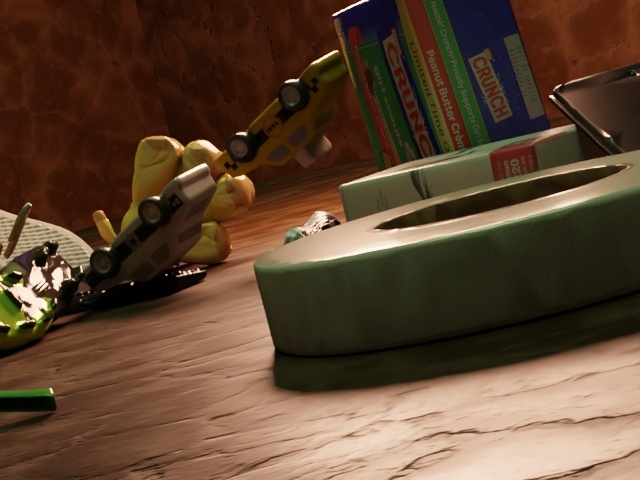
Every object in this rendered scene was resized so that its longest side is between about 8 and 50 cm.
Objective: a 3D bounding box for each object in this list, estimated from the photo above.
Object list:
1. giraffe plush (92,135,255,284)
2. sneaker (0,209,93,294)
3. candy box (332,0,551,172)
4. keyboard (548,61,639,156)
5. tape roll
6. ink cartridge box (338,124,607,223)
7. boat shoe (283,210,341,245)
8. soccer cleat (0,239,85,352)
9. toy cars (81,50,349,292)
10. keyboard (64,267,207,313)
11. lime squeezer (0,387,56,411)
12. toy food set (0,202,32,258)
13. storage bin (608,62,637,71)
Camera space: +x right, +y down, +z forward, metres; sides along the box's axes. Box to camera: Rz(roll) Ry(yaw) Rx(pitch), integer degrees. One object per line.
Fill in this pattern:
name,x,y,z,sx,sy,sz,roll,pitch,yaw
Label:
giraffe plush,-0.182,-0.027,2.372,0.210,0.181,0.170,-48,-9,3
sneaker,-0.399,0.043,2.321,0.321,0.127,0.126,22,34,38
candy box,0.136,-0.151,1.985,0.122,0.268,0.317,-19,5,-13
keyboard,0.349,-0.106,1.646,0.201,0.033,0.317,-16,26,-7
tape roll,0.141,0.001,1.366,0.392,0.072,0.392,-14,5,1
ink cartridge box,0.151,-0.043,1.735,0.218,0.092,0.158,-13,4,33
boat shoe,0.000,0.000,2.007,0.040,0.049,0.142,7,13,18
soccer cleat,-0.341,0.082,1.942,0.121,0.093,0.289,-45,1,16
toy cars,-0.105,-0.062,2.079,0.393,0.087,0.176,-41,-3,-14
keyboard,-0.232,0.060,2.108,0.180,0.023,0.108,-13,5,27
lime squeezer,-0.353,0.146,1.363,0.310,0.059,0.110,-13,35,-7
toy food set,-0.410,0.041,1.950,0.218,0.071,0.128,-54,-1,-27
storage bin,0.415,-0.151,2.024,0.180,0.122,0.084,-16,5,-23
